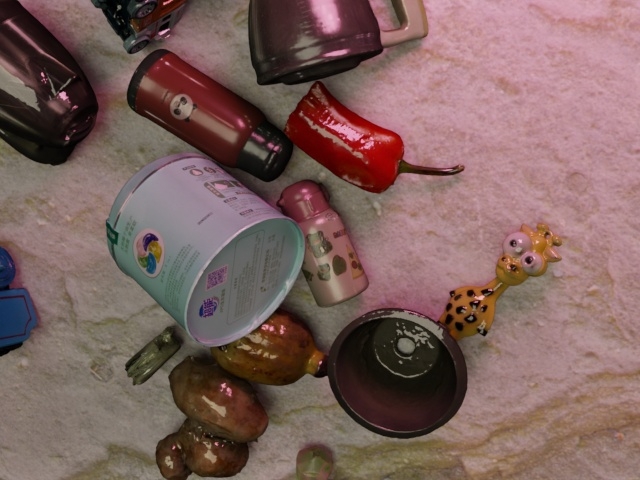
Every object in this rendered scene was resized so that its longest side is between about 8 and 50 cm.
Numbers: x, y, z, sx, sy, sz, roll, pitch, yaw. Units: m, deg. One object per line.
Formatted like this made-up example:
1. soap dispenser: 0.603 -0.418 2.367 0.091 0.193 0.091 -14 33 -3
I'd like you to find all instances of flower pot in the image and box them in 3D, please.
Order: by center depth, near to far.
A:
1. flower pot: 0.160 0.240 1.341 0.268 0.166 0.269 3 103 13

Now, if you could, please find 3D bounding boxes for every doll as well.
1. doll: 0.347 0.085 1.310 0.291 0.086 0.117 -47 59 16

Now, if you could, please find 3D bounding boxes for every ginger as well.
1. ginger: -0.245 0.414 1.479 0.244 0.155 0.304 20 105 6

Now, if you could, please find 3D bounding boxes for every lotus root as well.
1. lotus root: -0.119 0.218 1.418 0.314 0.141 0.169 24 109 -2

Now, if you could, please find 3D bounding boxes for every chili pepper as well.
1. chili pepper: 0.094 -0.160 1.295 0.338 0.131 0.134 33 136 -2

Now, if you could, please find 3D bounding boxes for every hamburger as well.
1. hamburger: -0.372 0.258 1.487 0.062 0.140 0.133 48 141 0

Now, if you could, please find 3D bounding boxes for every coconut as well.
1. coconut: -0.013 0.496 1.485 0.083 0.082 0.081 49 144 40

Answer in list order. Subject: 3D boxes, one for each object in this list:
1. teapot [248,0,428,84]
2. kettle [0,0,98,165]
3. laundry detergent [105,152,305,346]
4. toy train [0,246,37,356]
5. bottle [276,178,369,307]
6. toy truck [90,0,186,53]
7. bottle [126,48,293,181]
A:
1. teapot: 0.014 -0.420 1.196 0.321 0.239 0.240 -11 101 14
2. kettle: -0.625 -0.303 1.405 0.324 0.228 0.321 41 133 -2
3. laundry detergent: -0.233 0.000 1.294 0.305 0.287 0.287 36 109 30
4. toy train: -0.801 0.153 1.478 0.188 0.300 0.265 -21 85 17
5. bottle: 0.000 0.000 1.355 0.120 0.120 0.253 -21 96 16
6. toy truck: -0.321 -0.483 1.247 0.162 0.305 0.136 -36 93 -22
7. bottle: -0.213 -0.237 1.342 0.336 0.144 0.144 33 107 4
